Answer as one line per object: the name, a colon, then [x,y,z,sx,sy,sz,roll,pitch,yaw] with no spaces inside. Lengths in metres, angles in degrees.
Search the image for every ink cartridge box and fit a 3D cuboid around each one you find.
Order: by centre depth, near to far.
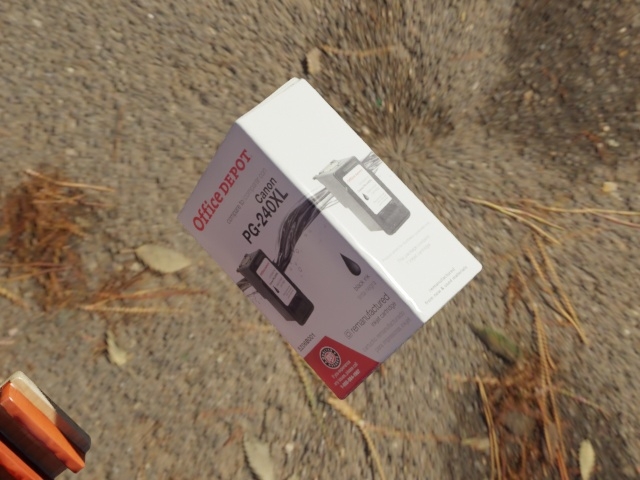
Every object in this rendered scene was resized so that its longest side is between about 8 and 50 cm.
ink cartridge box: [0.000,0.000,0.696,0.150,0.109,0.063,47,51,6]

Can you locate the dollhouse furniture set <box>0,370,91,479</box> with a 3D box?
dollhouse furniture set: [-0.202,0.187,0.654,0.135,0.259,0.262,-39,111,7]
